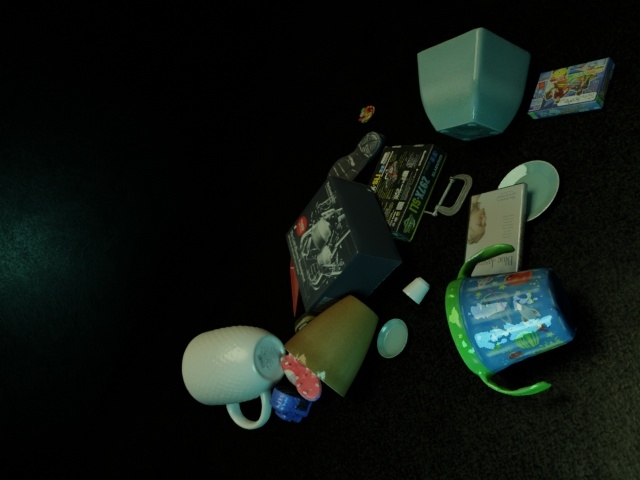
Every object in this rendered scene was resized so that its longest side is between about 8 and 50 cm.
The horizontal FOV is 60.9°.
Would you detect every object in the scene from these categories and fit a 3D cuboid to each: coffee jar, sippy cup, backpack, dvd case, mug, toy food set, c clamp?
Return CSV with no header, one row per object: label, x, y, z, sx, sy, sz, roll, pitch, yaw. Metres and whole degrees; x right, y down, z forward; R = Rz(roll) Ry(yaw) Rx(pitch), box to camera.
coffee jar,-0.030,0.333,1.868,0.096,0.079,0.184,-48,34,19
sippy cup,0.435,0.169,1.225,0.224,0.305,0.240,-22,4,32
backpack,-0.104,0.534,1.777,0.098,0.120,0.101,3,68,55
dvd case,0.465,-0.020,1.461,0.180,0.022,0.252,-13,62,54
mug,-0.281,0.491,1.965,0.328,0.276,0.373,-19,81,39
mug,0.281,0.139,1.599,0.064,0.062,0.078,-50,39,3
toy food set,0.193,-0.527,2.275,0.083,0.020,0.083,-15,54,49
c clamp,0.397,-0.139,1.684,0.160,0.022,0.137,-59,32,4

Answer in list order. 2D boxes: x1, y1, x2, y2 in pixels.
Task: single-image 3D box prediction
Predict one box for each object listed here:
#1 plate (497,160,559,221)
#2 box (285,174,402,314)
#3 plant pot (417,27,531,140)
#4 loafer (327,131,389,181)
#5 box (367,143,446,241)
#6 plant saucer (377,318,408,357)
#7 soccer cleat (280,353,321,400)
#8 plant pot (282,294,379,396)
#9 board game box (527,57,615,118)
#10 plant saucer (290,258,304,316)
plate,0.551,-0.126,1.454,0.188,0.024,0.188,-34,41,36
box,0.061,0.021,1.793,0.312,0.179,0.343,-51,41,34
plant pot,0.455,-0.445,1.645,0.248,0.247,0.252,-4,80,54
loafer,0.152,-0.302,2.119,0.302,0.095,0.109,-42,67,36
box,0.261,-0.167,1.849,0.257,0.079,0.321,10,74,59
plant saucer,0.217,0.291,1.605,0.119,0.021,0.119,-35,40,36
soccer cleat,-0.058,0.464,1.809,0.083,0.095,0.248,-30,31,-17
plant pot,0.057,0.302,1.665,0.254,0.237,0.237,-50,31,-9
board game box,0.678,-0.410,1.484,0.201,0.035,0.136,6,70,56
plant saucer,-0.075,0.109,2.036,0.258,0.048,0.259,99,167,-45
